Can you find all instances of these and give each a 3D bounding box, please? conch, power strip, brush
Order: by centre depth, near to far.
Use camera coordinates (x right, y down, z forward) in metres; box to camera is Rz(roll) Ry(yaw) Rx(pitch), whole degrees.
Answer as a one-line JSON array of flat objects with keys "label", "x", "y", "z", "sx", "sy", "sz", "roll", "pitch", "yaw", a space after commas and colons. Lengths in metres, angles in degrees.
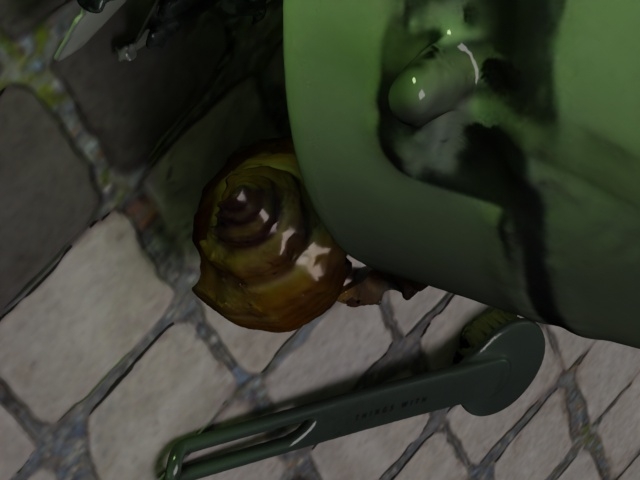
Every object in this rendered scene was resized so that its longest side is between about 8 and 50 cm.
[{"label": "power strip", "x": 0.124, "y": -0.121, "z": 0.639, "sx": 0.357, "sy": 0.161, "sz": 0.358, "roll": -51, "pitch": 149, "yaw": -46}, {"label": "conch", "x": 0.001, "y": -0.005, "z": 0.759, "sx": 0.232, "sy": 0.086, "sz": 0.080, "roll": -8, "pitch": 85, "yaw": -63}, {"label": "brush", "x": 0.021, "y": 0.082, "z": 0.906, "sx": 0.266, "sy": 0.027, "sz": 0.062, "roll": -11, "pitch": 126, "yaw": -42}]

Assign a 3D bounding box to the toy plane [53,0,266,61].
[{"label": "toy plane", "x": -0.012, "y": -0.128, "z": 0.634, "sx": 0.234, "sy": 0.082, "sz": 0.160, "roll": -27, "pitch": 163, "yaw": -35}]
